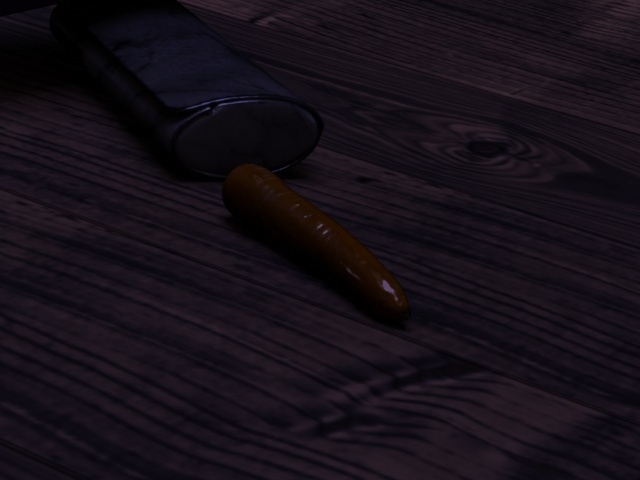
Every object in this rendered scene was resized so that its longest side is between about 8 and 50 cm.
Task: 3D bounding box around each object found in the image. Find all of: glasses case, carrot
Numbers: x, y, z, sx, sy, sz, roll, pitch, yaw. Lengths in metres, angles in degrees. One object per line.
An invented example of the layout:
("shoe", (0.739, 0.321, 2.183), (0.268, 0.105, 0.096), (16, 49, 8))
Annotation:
("glasses case", (-0.106, -0.124, 1.299), (0.114, 0.060, 0.299), (-4, 24, -24))
("carrot", (0.000, 0.000, 1.050), (0.037, 0.037, 0.190), (-8, 27, -35))

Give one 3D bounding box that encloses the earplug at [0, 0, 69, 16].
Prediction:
("earplug", (-0.268, -0.256, 1.290), (0.456, 0.215, 0.215), (-15, 30, -30))
